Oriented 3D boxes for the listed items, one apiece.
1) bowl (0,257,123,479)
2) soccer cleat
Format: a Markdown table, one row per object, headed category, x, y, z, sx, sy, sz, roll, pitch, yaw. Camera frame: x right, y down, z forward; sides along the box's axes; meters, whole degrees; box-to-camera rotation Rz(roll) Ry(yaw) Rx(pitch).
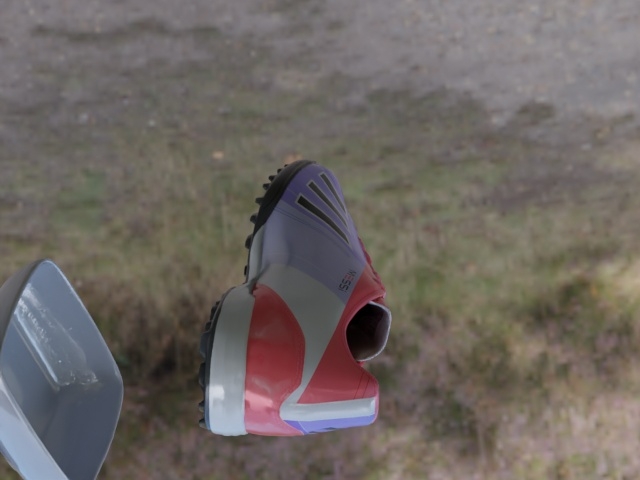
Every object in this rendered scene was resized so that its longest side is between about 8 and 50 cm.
| category | x | y | z | sx | sy | sz | roll | pitch | yaw |
| --- | --- | --- | --- | --- | --- | --- | --- | --- | --- |
| bowl | -0.203 | 0.099 | 1.034 | 0.053 | 0.142 | 0.142 | -14 | 121 | 18 |
| soccer cleat | -0.001 | 0.038 | 1.030 | 0.116 | 0.108 | 0.318 | 6 | -153 | 6 |
